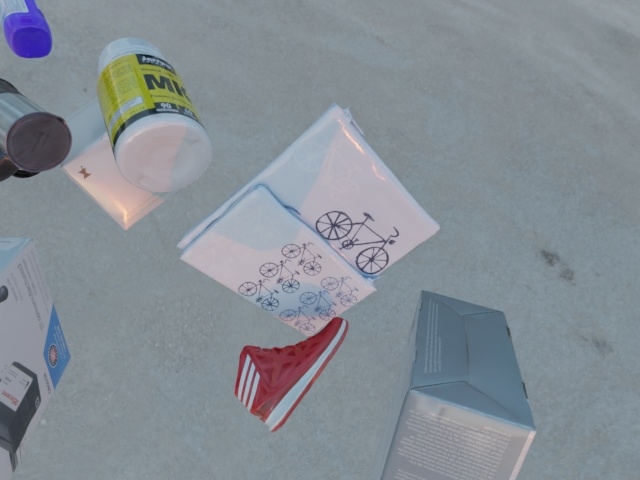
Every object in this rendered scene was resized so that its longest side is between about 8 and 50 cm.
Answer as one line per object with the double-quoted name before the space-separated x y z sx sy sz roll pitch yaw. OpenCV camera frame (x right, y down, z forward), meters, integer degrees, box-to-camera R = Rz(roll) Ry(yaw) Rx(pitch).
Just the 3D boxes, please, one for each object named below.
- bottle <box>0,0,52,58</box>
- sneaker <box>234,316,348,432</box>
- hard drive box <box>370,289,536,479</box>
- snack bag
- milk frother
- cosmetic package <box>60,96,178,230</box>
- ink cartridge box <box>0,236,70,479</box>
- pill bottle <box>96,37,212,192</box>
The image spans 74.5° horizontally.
"bottle" -0.720 -0.571 0.980 0.092 0.118 0.283 -21 81 -35
"sneaker" -0.053 0.182 0.691 0.128 0.087 0.221 35 50 10
"hard drive box" 0.105 0.193 0.400 0.089 0.232 0.181 15 21 12
"snack bag" 0.000 0.000 0.696 0.323 0.342 0.037 41 19 -34
"milk frother" -0.416 -0.137 0.601 0.134 0.143 0.129 33 95 22
"cosmetic package" -0.397 -0.188 0.840 0.197 0.155 0.365 -40 40 -12
"ink cartridge box" -0.417 0.164 0.462 0.129 0.223 0.307 -1 29 -10
"pill bottle" -0.234 -0.177 0.575 0.119 0.119 0.208 -17 58 -21
